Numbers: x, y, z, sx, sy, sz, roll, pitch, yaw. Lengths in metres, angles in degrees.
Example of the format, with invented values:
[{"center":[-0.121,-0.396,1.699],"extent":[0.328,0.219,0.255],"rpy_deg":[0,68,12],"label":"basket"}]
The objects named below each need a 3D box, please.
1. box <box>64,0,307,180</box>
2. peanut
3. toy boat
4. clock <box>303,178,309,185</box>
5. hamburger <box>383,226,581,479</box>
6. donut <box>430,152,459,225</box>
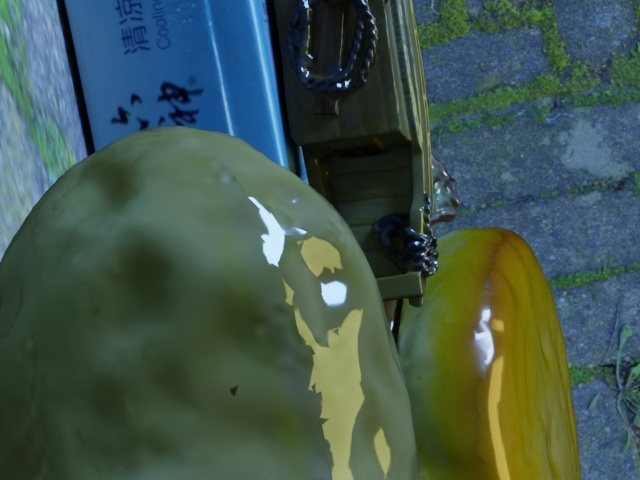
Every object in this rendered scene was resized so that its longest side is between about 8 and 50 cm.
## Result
[{"center":[-0.054,-0.091,0.848],"extent":[0.232,0.083,0.142],"rpy_deg":[-69,148,-84],"label":"box"},{"center":[-0.021,0.116,0.446],"extent":[0.147,0.148,0.318],"rpy_deg":[69,14,-66],"label":"peanut"},{"center":[0.013,-0.069,0.779],"extent":[0.077,0.057,0.200],"rpy_deg":[23,59,-79],"label":"toy boat"},{"center":[0.001,-0.031,1.248],"extent":[0.231,0.103,0.144],"rpy_deg":[43,46,-72],"label":"clock"},{"center":[0.029,0.111,0.865],"extent":[0.246,0.170,0.246],"rpy_deg":[-8,90,-73],"label":"hamburger"},{"center":[0.037,-0.111,1.733],"extent":[0.233,0.085,0.199],"rpy_deg":[61,-9,-23],"label":"donut"}]
